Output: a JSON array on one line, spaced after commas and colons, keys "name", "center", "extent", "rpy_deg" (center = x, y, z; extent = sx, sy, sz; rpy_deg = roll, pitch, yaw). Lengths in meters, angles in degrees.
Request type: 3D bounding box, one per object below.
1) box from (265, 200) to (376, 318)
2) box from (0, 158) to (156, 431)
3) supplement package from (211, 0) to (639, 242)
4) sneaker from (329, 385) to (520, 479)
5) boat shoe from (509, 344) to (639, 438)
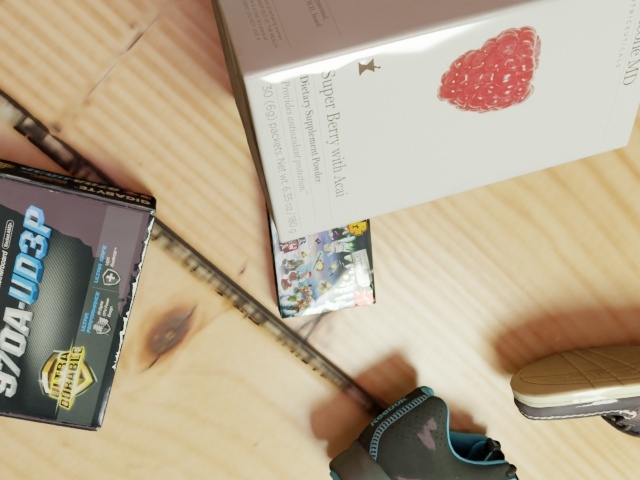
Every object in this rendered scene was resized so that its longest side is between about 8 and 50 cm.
[{"name": "box", "center": [0.000, 0.000, 0.766], "extent": [0.093, 0.027, 0.137], "rpy_deg": [-9, 109, -9]}, {"name": "box", "center": [-0.254, 0.048, 0.720], "extent": [0.175, 0.051, 0.220], "rpy_deg": [14, 105, -15]}, {"name": "supplement package", "center": [0.078, -0.150, 0.622], "extent": [0.292, 0.175, 0.178], "rpy_deg": [-16, 143, -5]}, {"name": "sneaker", "center": [0.170, 0.287, 0.841], "extent": [0.341, 0.125, 0.140], "rpy_deg": [42, 88, -23]}, {"name": "boat shoe", "center": [0.333, 0.159, 0.843], "extent": [0.285, 0.103, 0.093], "rpy_deg": [-7, 104, -15]}]
